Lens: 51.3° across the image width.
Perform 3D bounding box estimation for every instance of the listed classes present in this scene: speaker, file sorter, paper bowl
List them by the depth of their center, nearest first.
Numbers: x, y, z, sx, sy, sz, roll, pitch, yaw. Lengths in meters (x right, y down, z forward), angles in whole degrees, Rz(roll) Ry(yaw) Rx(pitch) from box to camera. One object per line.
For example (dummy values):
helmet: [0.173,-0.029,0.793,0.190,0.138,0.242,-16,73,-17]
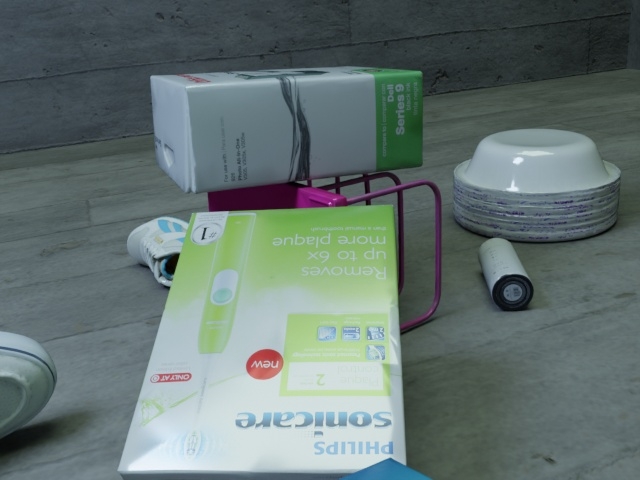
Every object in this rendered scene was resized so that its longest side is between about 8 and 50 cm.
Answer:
file sorter: [0.000,0.000,0.893,0.182,0.202,0.291,-15,22,-34]
speaker: [0.253,0.043,0.921,0.055,0.055,0.136,-3,20,5]
paper bowl: [0.380,-0.111,1.184,0.284,0.148,0.284,-3,20,1]

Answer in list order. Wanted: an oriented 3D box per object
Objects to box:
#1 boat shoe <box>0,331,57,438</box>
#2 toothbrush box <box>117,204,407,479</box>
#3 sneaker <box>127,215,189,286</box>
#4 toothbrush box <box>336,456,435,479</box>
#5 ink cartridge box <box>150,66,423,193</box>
boat shoe: [-0.407,0.181,0.562,0.367,0.135,0.156,-9,22,-29]
toothbrush box: [-0.030,0.104,0.594,0.206,0.122,0.283,-2,44,6]
sneaker: [-0.237,0.021,1.051,0.229,0.087,0.092,8,26,36]
toothbrush box: [0.072,0.231,0.277,0.295,0.126,0.216,16,12,42]
ink cartridge box: [-0.048,-0.148,0.830,0.289,0.121,0.211,-9,19,-23]
